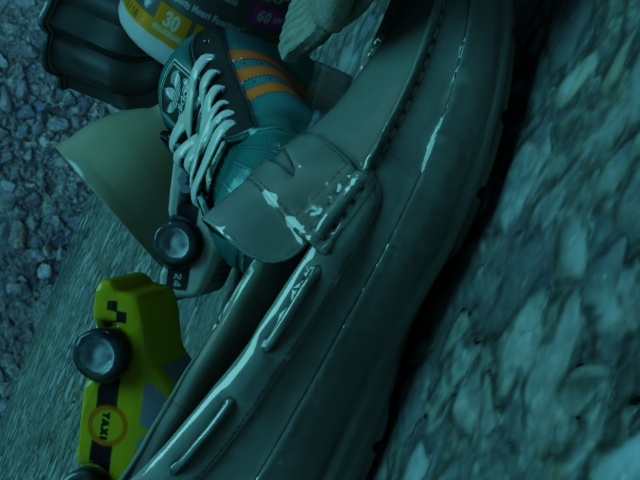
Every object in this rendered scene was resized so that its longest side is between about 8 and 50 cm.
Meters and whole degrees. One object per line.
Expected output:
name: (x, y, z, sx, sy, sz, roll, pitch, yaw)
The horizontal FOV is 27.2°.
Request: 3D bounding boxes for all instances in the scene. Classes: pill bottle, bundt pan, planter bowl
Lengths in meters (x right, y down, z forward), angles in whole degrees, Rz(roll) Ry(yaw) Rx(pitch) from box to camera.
pill bottle: (-0.057, -0.284, 1.164, 0.278, 0.162, 0.162, -61, 16, 26)
bundt pan: (-0.148, -0.275, 1.398, 0.331, 0.124, 0.331, -55, -13, -18)
planter bowl: (-0.158, -0.063, 1.260, 0.109, 0.162, 0.162, -41, 13, -6)

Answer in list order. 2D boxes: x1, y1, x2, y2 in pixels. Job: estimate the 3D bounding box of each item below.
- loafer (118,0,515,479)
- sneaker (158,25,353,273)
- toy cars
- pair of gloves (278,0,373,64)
loafer: (0.000, 0.000, 0.631, 0.320, 0.111, 0.112, -69, 14, -5)
sneaker: (-0.053, -0.063, 0.827, 0.302, 0.121, 0.108, -84, 18, -72)
toy cars: (-0.090, 0.039, 0.947, 0.176, 0.087, 0.394, 85, -164, -52)
pair of gloves: (0.025, -0.215, 0.656, 0.204, 0.042, 0.240, 172, 111, -74)
